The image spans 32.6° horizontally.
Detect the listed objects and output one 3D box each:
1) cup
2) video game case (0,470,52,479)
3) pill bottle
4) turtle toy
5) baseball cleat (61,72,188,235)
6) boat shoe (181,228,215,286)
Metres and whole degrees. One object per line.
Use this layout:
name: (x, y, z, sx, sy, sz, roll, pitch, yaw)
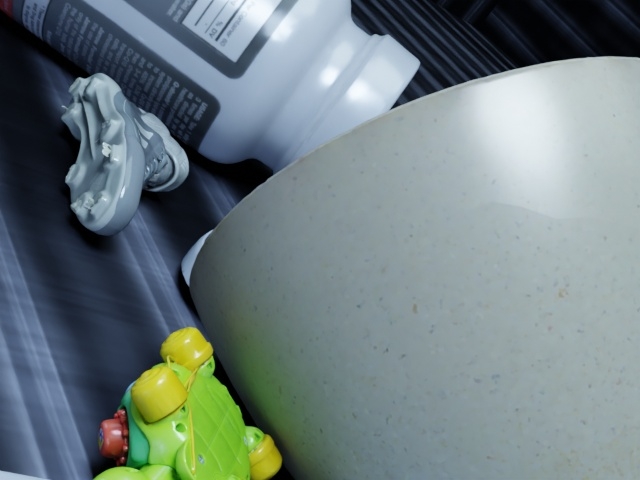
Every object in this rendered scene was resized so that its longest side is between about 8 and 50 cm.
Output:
cup: (0.116, 0.087, 0.632, 0.331, 0.331, 0.237, 11, 53, -52)
video game case: (-0.011, 0.191, 0.390, 0.244, 0.061, 0.269, 21, 10, -38)
pill bottle: (-0.104, -0.202, 1.009, 0.363, 0.210, 0.210, 36, 19, -4)
turtle toy: (-0.076, 0.109, 0.549, 0.095, 0.066, 0.130, 58, 18, -11)
baseball cleat: (-0.139, -0.059, 0.828, 0.109, 0.072, 0.206, 33, 22, -32)
boat shoe: (0.003, 0.003, 0.878, 0.113, 0.105, 0.306, 44, 20, 20)
